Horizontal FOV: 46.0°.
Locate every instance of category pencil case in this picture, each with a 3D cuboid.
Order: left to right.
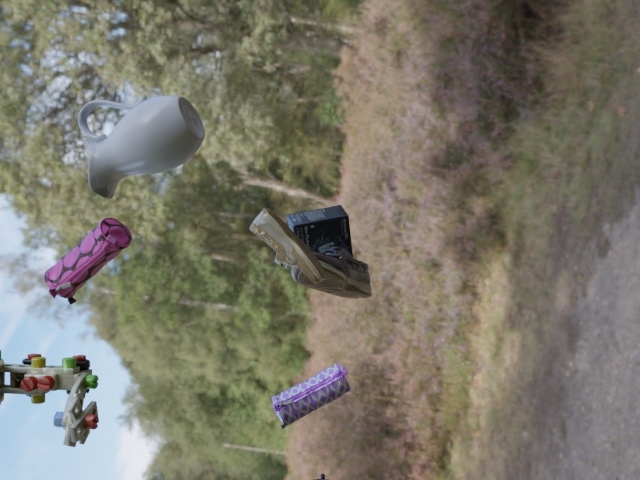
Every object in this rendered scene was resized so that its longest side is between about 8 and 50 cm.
[{"bbox_3d":[-0.512,0.043,1.658,0.209,0.095,0.098,-41,8,16],"label":"pencil case"},{"bbox_3d":[-0.025,0.383,1.886,0.086,0.206,0.088,55,167,35],"label":"pencil case"}]

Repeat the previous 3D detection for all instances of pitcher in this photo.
[{"bbox_3d":[-0.321,-0.193,1.324,0.177,0.207,0.125,67,-166,6],"label":"pitcher"}]

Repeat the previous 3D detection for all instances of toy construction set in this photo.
[{"bbox_3d":[-0.588,0.303,1.541,0.215,0.328,0.151,-1,-73,-83],"label":"toy construction set"}]

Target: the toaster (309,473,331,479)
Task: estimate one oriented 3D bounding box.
[{"bbox_3d":[0.017,0.353,0.903,0.186,0.168,0.110,-28,49,43],"label":"toaster"}]

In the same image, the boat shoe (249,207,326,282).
[{"bbox_3d":[-0.061,0.019,1.373,0.059,0.170,0.063,-43,-5,9],"label":"boat shoe"}]

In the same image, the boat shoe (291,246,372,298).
[{"bbox_3d":[0.027,0.058,1.608,0.285,0.103,0.092,27,-120,-55],"label":"boat shoe"}]

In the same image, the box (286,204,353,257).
[{"bbox_3d":[0.000,0.000,2.077,0.093,0.158,0.155,-122,23,-65],"label":"box"}]
